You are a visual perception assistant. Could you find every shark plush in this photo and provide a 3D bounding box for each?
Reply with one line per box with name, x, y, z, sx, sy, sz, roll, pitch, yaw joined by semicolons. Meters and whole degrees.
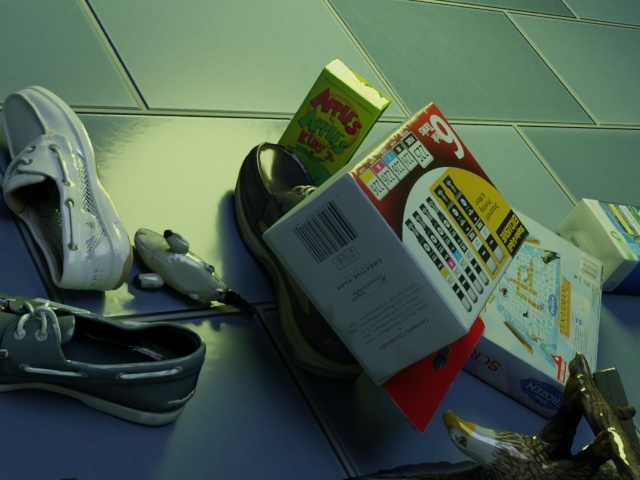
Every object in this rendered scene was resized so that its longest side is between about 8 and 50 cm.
shark plush;-0.140;0.033;1.364;0.161;0.073;0.067;21;8;-12

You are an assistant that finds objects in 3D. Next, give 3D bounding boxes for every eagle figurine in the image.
eagle figurine;0.177;0.250;1.179;0.225;0.298;0.226;50;20;12

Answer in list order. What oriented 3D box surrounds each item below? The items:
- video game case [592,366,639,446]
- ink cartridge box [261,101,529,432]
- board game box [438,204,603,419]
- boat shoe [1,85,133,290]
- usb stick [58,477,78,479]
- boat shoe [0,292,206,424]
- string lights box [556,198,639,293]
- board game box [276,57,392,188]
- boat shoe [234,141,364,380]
video game case;0.362;0.322;1.317;0.275;0.035;0.248;-92;162;-48
ink cartridge box;0.117;0.020;1.327;0.272;0.130;0.309;53;29;-4
board game box;0.232;0.058;1.620;0.318;0.066;0.319;32;36;-6
boat shoe;-0.301;-0.064;1.302;0.096;0.098;0.277;-5;53;-43
usb stick;-0.149;0.316;1.036;0.278;0.045;0.077;41;29;9
boat shoe;-0.262;0.089;1.156;0.319;0.099;0.116;19;39;-21
string lights box;0.513;0.016;1.887;0.259;0.077;0.133;5;44;-36
board game box;0.006;-0.139;1.564;0.092;0.181;0.043;38;36;4
boat shoe;0.000;0.000;1.443;0.132;0.130;0.355;6;45;-35
